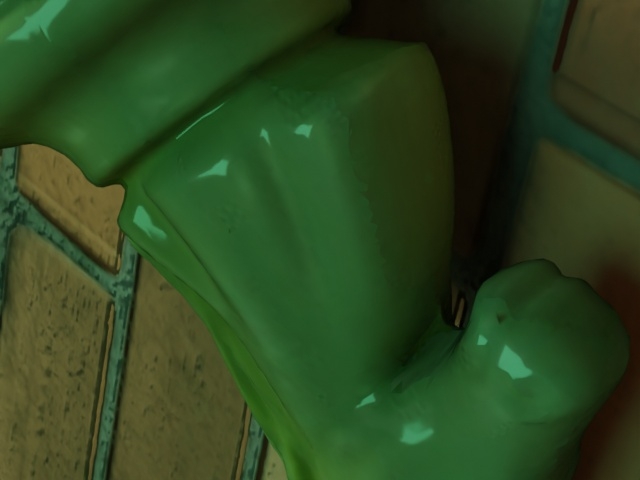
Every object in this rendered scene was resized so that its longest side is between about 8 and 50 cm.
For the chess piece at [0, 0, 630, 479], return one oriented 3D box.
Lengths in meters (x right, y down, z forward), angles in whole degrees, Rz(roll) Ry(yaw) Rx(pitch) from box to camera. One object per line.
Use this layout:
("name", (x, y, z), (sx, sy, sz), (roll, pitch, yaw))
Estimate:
("chess piece", (0.000, 0.000, 0.665), (0.298, 0.176, 0.176), (56, 140, -2))
